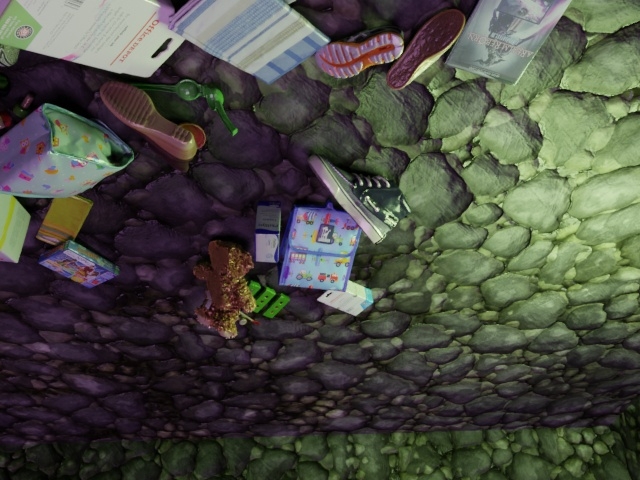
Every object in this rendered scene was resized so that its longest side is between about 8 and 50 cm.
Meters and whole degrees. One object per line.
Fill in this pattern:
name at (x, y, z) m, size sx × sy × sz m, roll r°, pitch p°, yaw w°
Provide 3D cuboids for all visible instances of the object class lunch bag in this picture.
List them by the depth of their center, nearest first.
lunch bag at (-0.637, -0.205, 1.292) m, size 0.224 × 0.160 × 0.262 m, roll -26°, pitch 165°, yaw 22°
lunch bag at (0.000, 0.000, 1.598) m, size 0.221 × 0.138 × 0.293 m, roll 7°, pitch 122°, yaw -13°

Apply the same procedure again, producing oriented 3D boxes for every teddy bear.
teddy bear at (-0.309, 0.157, 1.677) m, size 0.245 × 0.113 × 0.337 m, roll 7°, pitch 102°, yaw 35°

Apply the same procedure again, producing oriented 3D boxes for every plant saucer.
plant saucer at (-0.342, -0.274, 1.343) m, size 0.084 × 0.013 × 0.083 m, roll -1°, pitch 137°, yaw -1°

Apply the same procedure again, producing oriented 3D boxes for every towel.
towel at (-0.143, -0.439, 1.076) m, size 0.209 × 0.034 × 0.285 m, roll -22°, pitch 156°, yaw 35°
towel at (-0.771, -0.059, 1.545) m, size 0.102 × 0.021 × 0.237 m, roll 24°, pitch 130°, yaw -27°

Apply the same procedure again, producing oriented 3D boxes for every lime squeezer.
lime squeezer at (-0.306, -0.334, 1.225) m, size 0.311 × 0.109 × 0.058 m, roll 26°, pitch 156°, yaw 13°

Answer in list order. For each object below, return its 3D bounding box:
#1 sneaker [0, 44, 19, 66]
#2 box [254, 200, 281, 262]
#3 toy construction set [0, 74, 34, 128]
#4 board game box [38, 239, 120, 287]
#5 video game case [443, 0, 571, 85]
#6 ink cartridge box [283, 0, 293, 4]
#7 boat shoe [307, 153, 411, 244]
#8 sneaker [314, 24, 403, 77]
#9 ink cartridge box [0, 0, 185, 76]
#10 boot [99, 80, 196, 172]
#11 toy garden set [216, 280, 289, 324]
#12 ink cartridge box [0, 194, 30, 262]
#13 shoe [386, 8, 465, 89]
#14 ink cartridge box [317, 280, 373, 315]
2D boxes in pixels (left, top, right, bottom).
sneaker at (-0.598, -0.482, 1.017) m, size 0.147 × 0.134 × 0.343 m, roll 20°, pitch 132°, yaw -25°
box at (-0.157, -0.026, 1.529) m, size 0.072 × 0.137 × 0.126 m, roll 2°, pitch 137°, yaw -5°
toy construction set at (-0.853, -0.256, 1.120) m, size 0.257 × 0.308 × 0.237 m, roll 38°, pitch 119°, yaw -25°
board game box at (-0.777, 0.080, 1.664) m, size 0.136 × 0.035 × 0.201 m, roll -22°, pitch 142°, yaw 19°
video game case at (0.426, -0.491, 1.146) m, size 0.196 × 0.026 × 0.274 m, roll 11°, pitch 134°, yaw -14°
ink cartridge box at (-0.053, -0.584, 0.972) m, size 0.153 × 0.086 × 0.208 m, roll -21°, pitch 135°, yaw 19°
boat shoe at (0.116, -0.151, 1.447) m, size 0.158 × 0.127 × 0.340 m, roll -41°, pitch 122°, yaw 4°
sneaker at (0.090, -0.429, 1.158) m, size 0.215 × 0.083 × 0.084 m, roll -2°, pitch 135°, yaw 26°
ink cartridge box at (-0.438, -0.453, 0.999) m, size 0.207 × 0.119 × 0.354 m, roll -33°, pitch 167°, yaw 28°
boot at (-0.423, -0.265, 1.262) m, size 0.249 × 0.090 × 0.207 m, roll 33°, pitch 160°, yaw -11°
toy garden set at (-0.269, 0.221, 1.833) m, size 0.244 × 0.049 × 0.204 m, roll 29°, pitch 115°, yaw -36°
ink cartridge box at (-0.953, -0.077, 1.305) m, size 0.280 × 0.160 × 0.384 m, roll 8°, pitch 162°, yaw -10°
shoe at (0.237, -0.438, 1.177) m, size 0.076 × 0.058 × 0.219 m, roll 47°, pitch 118°, yaw -4°
ink cartridge box at (0.085, 0.195, 1.837) m, size 0.180 × 0.060 × 0.104 m, roll 26°, pitch 131°, yaw -28°
